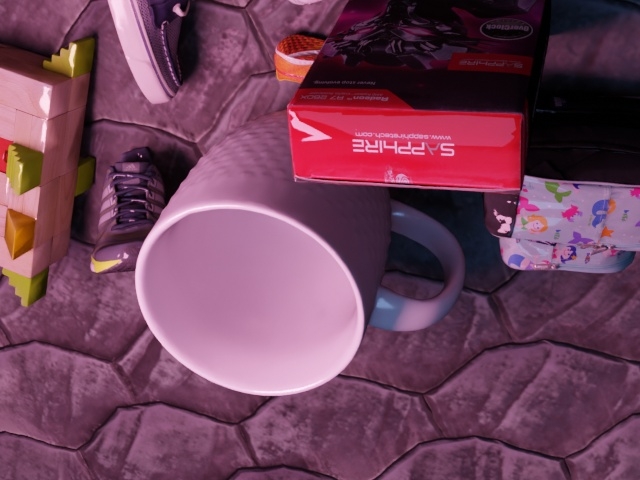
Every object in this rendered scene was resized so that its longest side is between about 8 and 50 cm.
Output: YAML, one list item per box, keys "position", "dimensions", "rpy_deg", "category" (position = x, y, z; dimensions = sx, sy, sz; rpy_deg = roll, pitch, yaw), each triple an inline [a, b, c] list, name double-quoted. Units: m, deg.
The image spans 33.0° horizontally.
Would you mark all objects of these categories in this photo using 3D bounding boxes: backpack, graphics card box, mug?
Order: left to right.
- position: [0.000, 0.000, 1.358]
  dimensions: [0.374, 0.328, 0.276]
  rpy_deg: [18, 126, 4]
  category: "mug"
- position: [0.123, -0.186, 1.172]
  dimensions: [0.232, 0.371, 0.094]
  rpy_deg: [4, 124, 15]
  category: "graphics card box"
- position: [0.318, -0.075, 1.281]
  dimensions: [0.253, 0.225, 0.191]
  rpy_deg: [-2, 126, 6]
  category: "backpack"

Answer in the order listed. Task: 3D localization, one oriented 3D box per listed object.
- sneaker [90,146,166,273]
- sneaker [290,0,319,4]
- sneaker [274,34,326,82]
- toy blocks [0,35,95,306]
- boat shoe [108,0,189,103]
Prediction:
- position: [-0.256, -0.039, 1.445]
  dimensions: [0.111, 0.300, 0.121]
  rpy_deg: [-6, 110, -9]
  category: "sneaker"
- position: [-0.058, -0.376, 1.276]
  dimensions: [0.115, 0.090, 0.232]
  rpy_deg: [-14, 111, 44]
  category: "sneaker"
- position: [0.027, -0.214, 1.383]
  dimensions: [0.175, 0.064, 0.067]
  rpy_deg: [18, 146, 10]
  category: "sneaker"
- position: [-0.477, -0.131, 1.522]
  dimensions: [0.260, 0.191, 0.382]
  rpy_deg: [20, 116, 13]
  category: "toy blocks"
- position: [-0.181, -0.323, 1.329]
  dimensions: [0.158, 0.127, 0.341]
  rpy_deg: [-13, 135, 0]
  category: "boat shoe"
